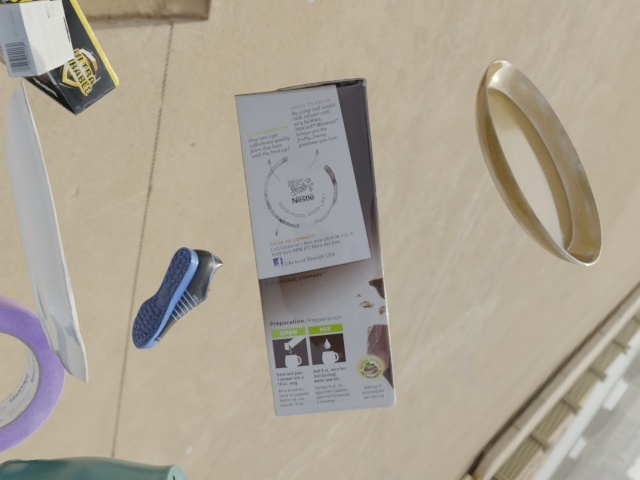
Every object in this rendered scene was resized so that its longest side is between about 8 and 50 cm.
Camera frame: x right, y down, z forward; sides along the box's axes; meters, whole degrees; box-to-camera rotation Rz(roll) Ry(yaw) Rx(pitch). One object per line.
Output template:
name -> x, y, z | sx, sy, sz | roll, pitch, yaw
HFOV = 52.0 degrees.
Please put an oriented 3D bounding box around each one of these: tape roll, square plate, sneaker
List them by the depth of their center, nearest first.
square plate -> -0.399, 0.009, 0.952 | 0.049, 0.347, 0.344 | -13, 160, -21
tape roll -> -0.595, 0.233, 1.137 | 0.275, 0.090, 0.274 | -11, 108, -37
sneaker -> -0.270, 0.117, 1.249 | 0.090, 0.081, 0.232 | 16, 115, -48

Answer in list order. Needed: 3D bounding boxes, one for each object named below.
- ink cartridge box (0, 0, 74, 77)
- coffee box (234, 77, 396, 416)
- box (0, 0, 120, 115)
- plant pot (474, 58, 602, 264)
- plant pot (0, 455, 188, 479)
ink cartridge box -> -0.271, -0.196, 0.627 | 0.029, 0.115, 0.062 | -6, 113, -1
coffee box -> 0.000, 0.000, 0.658 | 0.168, 0.119, 0.297 | -82, 165, -81
box -> -0.407, -0.320, 0.792 | 0.079, 0.322, 0.257 | -43, 146, -21
plant pot -> 0.229, -0.080, 0.698 | 0.032, 0.236, 0.236 | -26, 171, 36
plant pot -> -0.323, 0.438, 0.956 | 0.255, 0.271, 0.271 | -10, 144, 1
